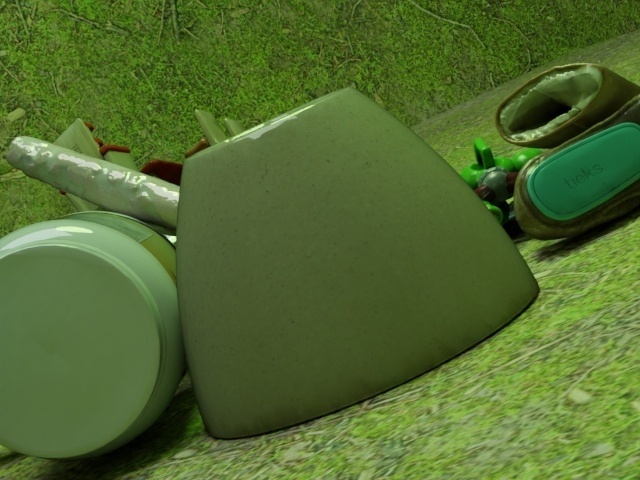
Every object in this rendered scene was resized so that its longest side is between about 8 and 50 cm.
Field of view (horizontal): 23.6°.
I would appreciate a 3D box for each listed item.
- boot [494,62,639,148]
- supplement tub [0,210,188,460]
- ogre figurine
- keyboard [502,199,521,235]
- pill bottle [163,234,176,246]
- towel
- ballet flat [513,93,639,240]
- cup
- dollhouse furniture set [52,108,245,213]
[{"bbox_3d":[0.348,-0.151,1.655,0.236,0.089,0.269,-34,-23,26],"label":"boot"},{"bbox_3d":[-0.238,0.089,1.507,0.228,0.228,0.316,-24,4,1],"label":"supplement tub"},{"bbox_3d":[0.196,-0.052,1.672,0.197,0.097,0.118,-33,30,9],"label":"ogre figurine"},{"bbox_3d":[0.228,-0.027,1.766,0.180,0.023,0.108,-24,12,-12],"label":"keyboard"},{"bbox_3d":[-0.159,0.029,2.105,0.278,0.162,0.162,-25,6,-16],"label":"pill bottle"},{"bbox_3d":[-0.150,-0.026,1.776,0.332,0.053,0.317,18,-4,29],"label":"towel"},{"bbox_3d":[0.342,-0.089,1.570,0.342,0.116,0.124,-29,-13,-12],"label":"ballet flat"},{"bbox_3d":[0.000,0.000,1.388,0.331,0.236,0.331,-23,7,3],"label":"cup"},{"bbox_3d":[-0.247,-0.084,2.148,0.262,0.135,0.259,-42,-23,20],"label":"dollhouse furniture set"}]
